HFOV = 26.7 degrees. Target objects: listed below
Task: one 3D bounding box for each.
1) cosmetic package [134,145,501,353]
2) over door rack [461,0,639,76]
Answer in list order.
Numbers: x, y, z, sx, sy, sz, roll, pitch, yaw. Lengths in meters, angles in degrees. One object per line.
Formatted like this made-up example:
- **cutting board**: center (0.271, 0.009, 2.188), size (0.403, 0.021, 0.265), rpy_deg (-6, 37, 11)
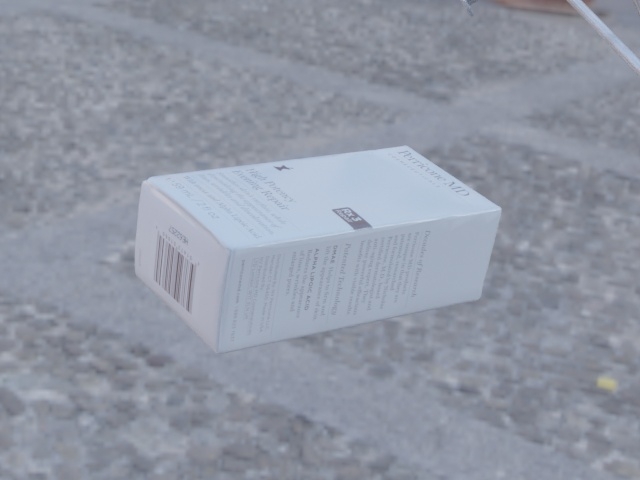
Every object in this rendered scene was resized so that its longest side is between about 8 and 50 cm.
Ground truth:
- **cosmetic package**: center (0.000, 0.000, 0.939), size (0.231, 0.085, 0.117), rpy_deg (-11, 34, -35)
- **over door rack**: center (0.119, -0.207, 0.677), size (0.108, 0.239, 0.324), rpy_deg (-34, 27, -2)
